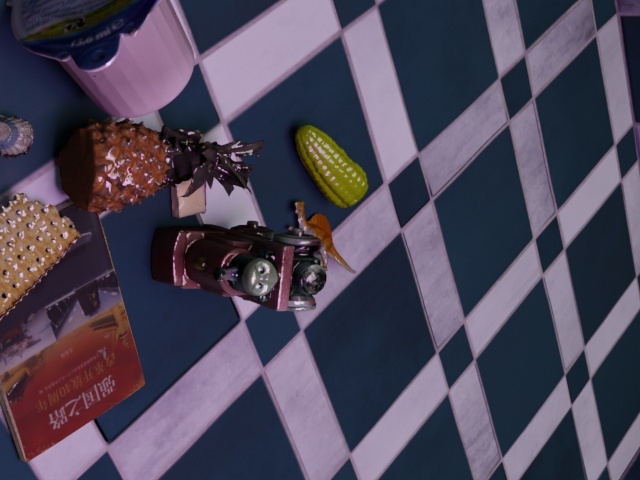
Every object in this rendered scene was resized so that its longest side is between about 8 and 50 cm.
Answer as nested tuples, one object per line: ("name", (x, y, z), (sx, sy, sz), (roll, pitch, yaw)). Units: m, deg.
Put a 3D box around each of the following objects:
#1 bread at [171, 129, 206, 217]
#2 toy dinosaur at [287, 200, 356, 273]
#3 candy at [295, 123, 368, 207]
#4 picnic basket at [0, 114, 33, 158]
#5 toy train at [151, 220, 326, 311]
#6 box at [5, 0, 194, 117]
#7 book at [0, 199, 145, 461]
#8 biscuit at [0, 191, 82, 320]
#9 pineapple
("bread", (-0.238, -0.118, 1.868), (0.068, 0.028, 0.153), (-18, 112, -45))
("toy dinosaur", (-0.001, 0.000, 2.165), (0.212, 0.057, 0.142), (14, 69, -61))
("candy", (0.015, -0.156, 2.106), (0.209, 0.097, 0.096), (49, 62, -37))
("picnic basket", (-0.471, -0.156, 1.570), (0.083, 0.083, 0.065), (-144, -118, -86))
("toy train", (-0.137, 0.043, 1.821), (0.221, 0.304, 0.150), (1, 97, -39))
("box", (-0.298, -0.299, 1.581), (0.262, 0.291, 0.206), (-25, 144, 4))
("book", (-0.430, 0.140, 1.707), (0.262, 0.028, 0.374), (-34, 122, -42))
("biscuit", (-0.467, 0.014, 1.602), (0.203, 0.016, 0.144), (-53, 133, -28))
("pineapple", (-0.242, -0.128, 1.729), (0.364, 0.165, 0.165), (-6, 103, -39))
